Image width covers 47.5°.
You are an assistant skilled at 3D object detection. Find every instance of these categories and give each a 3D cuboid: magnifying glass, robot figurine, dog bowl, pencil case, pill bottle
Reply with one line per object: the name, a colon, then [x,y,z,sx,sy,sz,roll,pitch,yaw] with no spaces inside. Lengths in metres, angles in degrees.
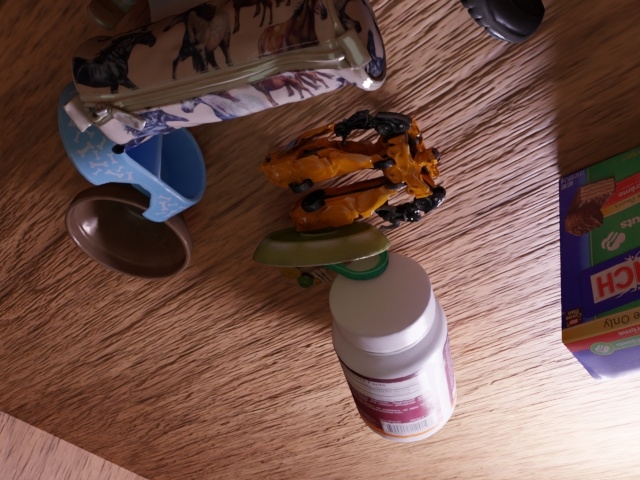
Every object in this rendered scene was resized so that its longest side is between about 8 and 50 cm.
magnifying glass: [0.012,0.028,1.351,0.230,0.092,0.026,3,139,13]
robot figurine: [0.057,-0.110,1.162,0.290,0.085,0.211,-12,124,30]
dog bowl: [-0.279,-0.143,1.139,0.074,0.166,0.297,-12,154,22]
pencil case: [-0.118,-0.226,0.922,0.410,0.184,0.160,-9,133,24]
pill bottle: [0.146,0.217,1.445,0.223,0.224,0.392,0,140,16]

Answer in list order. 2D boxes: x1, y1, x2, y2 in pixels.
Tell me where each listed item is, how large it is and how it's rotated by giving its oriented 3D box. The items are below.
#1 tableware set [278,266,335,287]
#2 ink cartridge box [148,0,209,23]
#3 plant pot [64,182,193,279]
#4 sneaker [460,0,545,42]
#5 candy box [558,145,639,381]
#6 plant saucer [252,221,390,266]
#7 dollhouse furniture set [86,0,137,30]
tableware set: [-0.047,0.043,1.452,0.104,0.024,0.154,-18,133,38]
ink cartridge box: [-0.149,-0.338,0.979,0.188,0.066,0.232,-1,144,18]
plant pot: [-0.345,-0.038,1.365,0.237,0.110,0.237,8,141,7]
sneaker: [0.191,-0.362,0.791,0.139,0.125,0.341,-18,135,27]
candy box: [0.476,0.009,1.010,0.268,0.317,0.122,-25,128,38]
plant saucer: [0.000,0.000,1.257,0.240,0.241,0.037,-2,102,19]
dollhouse furniture set: [-0.275,-0.385,0.844,0.212,0.161,0.242,-33,119,33]
